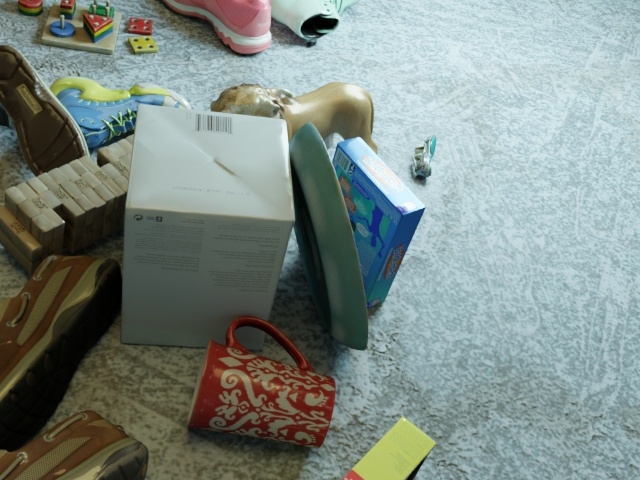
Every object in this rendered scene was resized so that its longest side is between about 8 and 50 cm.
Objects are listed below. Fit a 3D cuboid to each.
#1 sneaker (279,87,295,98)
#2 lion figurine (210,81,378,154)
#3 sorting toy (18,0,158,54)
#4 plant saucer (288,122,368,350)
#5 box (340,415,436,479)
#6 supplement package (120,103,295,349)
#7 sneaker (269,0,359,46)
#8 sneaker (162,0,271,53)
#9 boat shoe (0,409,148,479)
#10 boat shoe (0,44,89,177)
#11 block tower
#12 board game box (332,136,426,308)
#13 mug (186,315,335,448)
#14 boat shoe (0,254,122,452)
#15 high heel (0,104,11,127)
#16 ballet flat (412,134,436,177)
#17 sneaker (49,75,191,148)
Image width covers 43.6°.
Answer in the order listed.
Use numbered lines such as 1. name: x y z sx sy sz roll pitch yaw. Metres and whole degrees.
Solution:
1. sneaker: -0.129 -0.190 1.378 0.087 0.092 0.228 38 50 17
2. lion figurine: -0.027 -0.182 1.291 0.142 0.240 0.392 37 46 25
3. sorting toy: -0.446 -0.420 1.535 0.274 0.046 0.132 7 46 -11
4. plant saucer: 0.000 0.000 1.091 0.043 0.318 0.318 -14 51 -7
5. box: 0.042 0.313 0.953 0.058 0.087 0.232 39 50 20
6. supplement package: -0.159 -0.011 1.076 0.199 0.263 0.198 5 46 -12
7. sneaker: 0.029 -0.495 1.713 0.255 0.094 0.151 -24 51 -22
8. sneaker: -0.212 -0.512 1.630 0.313 0.136 0.116 36 47 18
9. boat shoe: -0.340 0.287 0.850 0.116 0.123 0.324 39 40 25
10. boat shoe: -0.432 -0.181 1.251 0.095 0.095 0.258 -27 92 -10
11. block tower: -0.307 -0.077 1.185 0.097 0.091 0.335 43 50 15
12. board game box: 0.062 -0.022 1.192 0.047 0.210 0.160 -19 56 -32
13. mug: -0.069 0.182 1.013 0.169 0.113 0.150 15 89 -8
14. boat shoe: -0.365 0.130 0.995 0.119 0.123 0.324 17 37 7
15. high heel: -0.584 -0.141 1.199 0.186 0.093 0.261 5 39 -9
16. ballet flat: 0.192 -0.160 1.486 0.041 0.041 0.114 17 44 -1
17. sneaker: -0.341 -0.197 1.337 0.240 0.091 0.126 6 58 -1
